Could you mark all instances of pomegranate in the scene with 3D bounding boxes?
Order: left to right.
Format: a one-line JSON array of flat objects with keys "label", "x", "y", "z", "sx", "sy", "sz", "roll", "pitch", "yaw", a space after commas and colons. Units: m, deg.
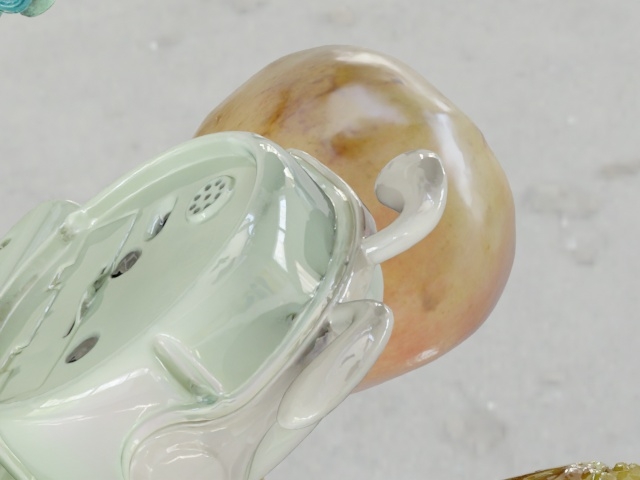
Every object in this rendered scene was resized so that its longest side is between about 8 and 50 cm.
[{"label": "pomegranate", "x": 0.000, "y": 0.000, "z": 1.290, "sx": 0.270, "sy": 0.229, "sz": 0.252, "roll": -43, "pitch": 28, "yaw": -7}]

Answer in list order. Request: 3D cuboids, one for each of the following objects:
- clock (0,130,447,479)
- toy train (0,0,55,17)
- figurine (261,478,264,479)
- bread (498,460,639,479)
[{"label": "clock", "x": -0.049, "y": 0.028, "z": 0.584, "sx": 0.191, "sy": 0.062, "sz": 0.151, "roll": -21, "pitch": 30, "yaw": 35}, {"label": "toy train", "x": -0.353, "y": -0.304, "z": 1.820, "sx": 0.163, "sy": 0.203, "sz": 0.112, "roll": -5, "pitch": 45, "yaw": 31}, {"label": "figurine", "x": -0.074, "y": 0.178, "z": 1.218, "sx": 0.064, "sy": 0.109, "sz": 0.047, "roll": 42, "pitch": 36, "yaw": 9}, {"label": "bread", "x": 0.103, "y": 0.206, "z": 0.937, "sx": 0.222, "sy": 0.181, "sz": 0.096, "roll": -18, "pitch": 20, "yaw": 34}]
